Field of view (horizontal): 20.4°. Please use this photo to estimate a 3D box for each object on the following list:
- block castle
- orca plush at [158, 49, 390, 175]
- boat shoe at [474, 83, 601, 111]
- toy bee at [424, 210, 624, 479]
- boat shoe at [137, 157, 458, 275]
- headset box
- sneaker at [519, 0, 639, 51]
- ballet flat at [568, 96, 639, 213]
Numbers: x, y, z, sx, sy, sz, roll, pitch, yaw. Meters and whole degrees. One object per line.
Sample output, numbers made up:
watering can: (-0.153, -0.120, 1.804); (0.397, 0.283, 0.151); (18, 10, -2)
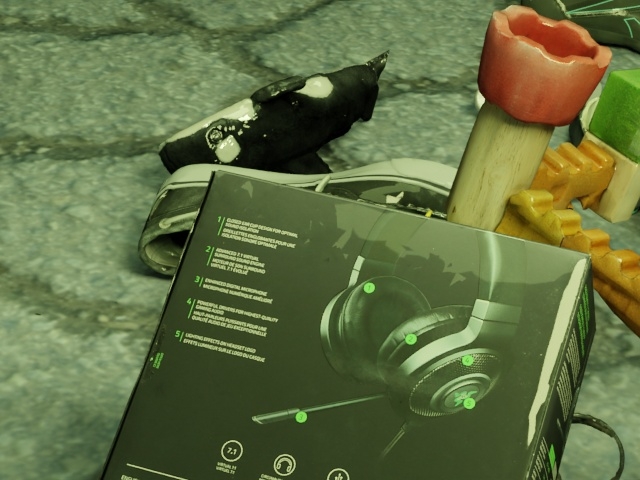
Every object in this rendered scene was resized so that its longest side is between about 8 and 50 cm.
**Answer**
block castle: (0.338, -0.062, 1.270); (0.453, 0.213, 0.303); (-9, 38, -45)
orca plush: (-0.023, -0.088, 1.686); (0.151, 0.102, 0.287); (-32, -5, 34)
boat shoe: (0.222, -0.148, 1.842); (0.142, 0.049, 0.040); (-7, -3, -17)
toy bee: (0.055, 0.073, 1.236); (0.298, 0.195, 0.162); (18, 19, 31)
boat shoe: (-0.001, -0.004, 1.470); (0.306, 0.113, 0.105); (7, 35, 10)
headset box: (0.019, 0.111, 1.080); (0.246, 0.131, 0.283); (12, 70, 15)
sneaker: (0.359, -0.271, 2.020); (0.267, 0.106, 0.101); (5, 27, -2)
ballet flat: (0.286, -0.098, 1.727); (0.074, 0.074, 0.203); (3, 28, -2)
